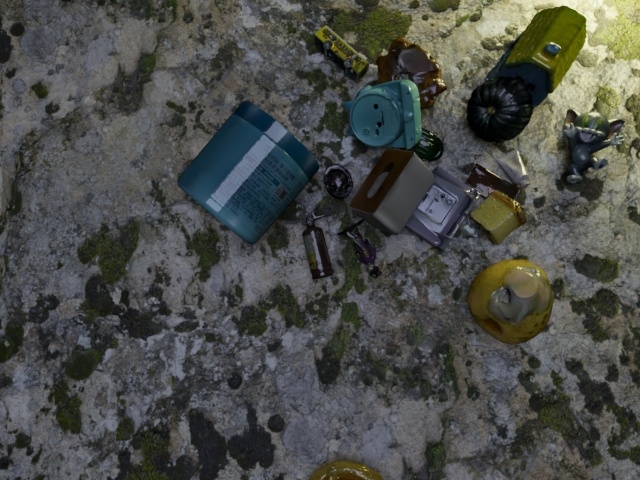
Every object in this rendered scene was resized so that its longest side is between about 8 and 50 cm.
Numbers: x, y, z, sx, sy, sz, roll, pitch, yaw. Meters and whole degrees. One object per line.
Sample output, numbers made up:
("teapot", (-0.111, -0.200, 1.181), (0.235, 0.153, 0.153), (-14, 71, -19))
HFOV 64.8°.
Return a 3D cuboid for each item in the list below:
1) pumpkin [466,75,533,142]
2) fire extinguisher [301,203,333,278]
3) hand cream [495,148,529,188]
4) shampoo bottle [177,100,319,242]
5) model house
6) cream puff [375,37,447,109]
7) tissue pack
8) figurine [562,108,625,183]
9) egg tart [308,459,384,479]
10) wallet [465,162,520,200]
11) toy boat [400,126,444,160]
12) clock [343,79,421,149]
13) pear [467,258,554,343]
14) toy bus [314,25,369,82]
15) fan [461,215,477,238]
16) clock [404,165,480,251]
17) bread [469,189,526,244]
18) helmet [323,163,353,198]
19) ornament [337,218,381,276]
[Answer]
("pumpkin", (0.602, -0.441, 1.704), (0.221, 0.162, 0.220), (12, 109, 37))
("fire extinguisher", (-0.006, 0.002, 1.737), (0.106, 0.075, 0.252), (-8, 79, -27))
("hand cream", (0.679, -0.245, 1.756), (0.084, 0.053, 0.142), (-21, 66, -2))
("shampoo bottle", (-0.234, -0.210, 1.640), (0.331, 0.331, 0.342), (38, 86, 7))
("model house", (0.739, -0.613, 1.684), (0.216, 0.303, 0.237), (34, 84, 0))
("cream puff", (0.303, -0.576, 1.761), (0.241, 0.155, 0.268), (-15, 83, 1))
("tissue pack", (0.240, -0.163, 1.680), (0.136, 0.159, 0.246), (37, 83, -32))
("figurine", (0.917, -0.320, 1.710), (0.193, 0.140, 0.265), (9, 95, 27))
("egg tart", (0.089, 0.841, 1.577), (0.319, 0.128, 0.318), (-1, 82, 5))
("wallet", (0.597, -0.186, 1.755), (0.176, 0.026, 0.095), (31, 84, 2))
("toy boat", (0.337, -0.352, 1.778), (0.210, 0.052, 0.104), (29, 100, 6))
("clock", (0.202, -0.418, 1.717), (0.274, 0.094, 0.223), (1, 114, 28))
("pear", (0.609, 0.188, 1.606), (0.271, 0.271, 0.271), (0, 82, 2))
("toy bus", (0.072, -0.672, 1.826), (0.226, 0.081, 0.074), (44, 81, 11))
("fan", (0.515, -0.046, 1.749), (0.056, 0.004, 0.083), (-7, 82, 2))
("clock", (0.406, -0.108, 1.724), (0.186, 0.083, 0.253), (34, 85, 7))
("bread", (0.602, -0.081, 1.710), (0.147, 0.127, 0.152), (-38, 56, 4))
("helmet", (0.061, -0.198, 1.757), (0.098, 0.070, 0.123), (-18, 74, -7))
("ornament", (0.140, 0.038, 1.714), (0.081, 0.088, 0.203), (-23, 90, -24))
